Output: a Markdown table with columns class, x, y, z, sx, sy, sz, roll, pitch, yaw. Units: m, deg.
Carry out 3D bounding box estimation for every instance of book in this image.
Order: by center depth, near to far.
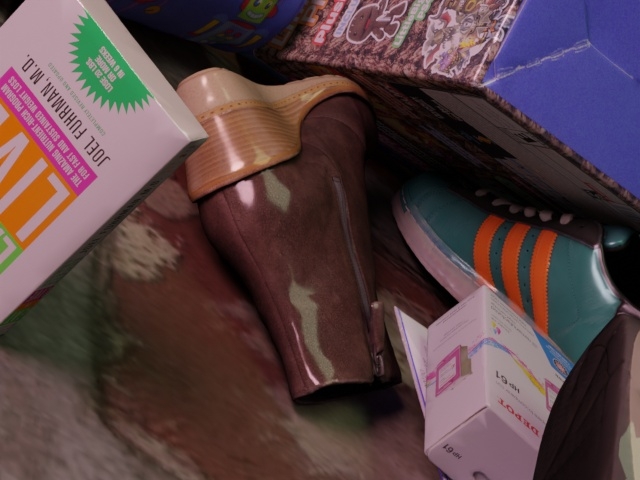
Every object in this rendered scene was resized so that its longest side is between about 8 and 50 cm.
| class | x | y | z | sx | sy | sz | roll | pitch | yaw |
| --- | --- | --- | --- | --- | --- | --- | --- | --- | --- |
| book | -0.128 | -0.036 | 0.664 | 0.096 | 0.144 | 0.035 | 52 | 24 | 9 |

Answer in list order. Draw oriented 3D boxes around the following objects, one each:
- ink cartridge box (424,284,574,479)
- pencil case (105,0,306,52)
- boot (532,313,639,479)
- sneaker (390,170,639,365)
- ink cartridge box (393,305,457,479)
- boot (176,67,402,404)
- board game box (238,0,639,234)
| class | x | y | z | sx | sy | sz | roll | pitch | yaw |
| --- | --- | --- | --- | --- | --- | --- | --- | --- | --- |
| ink cartridge box | 0.107 | 0.098 | 0.863 | 0.088 | 0.052 | 0.122 | 41 | 27 | -18 |
| pencil case | -0.136 | -0.207 | 0.948 | 0.306 | 0.119 | 0.133 | 11 | 35 | -55 |
| boot | 0.231 | 0.232 | 0.693 | 0.284 | 0.138 | 0.377 | 20 | 48 | -8 |
| sneaker | 0.169 | 0.024 | 1.067 | 0.108 | 0.121 | 0.302 | 26 | 17 | -48 |
| ink cartridge box | 0.120 | 0.163 | 0.908 | 0.208 | 0.045 | 0.206 | 33 | 29 | -36 |
| boot | 0.000 | 0.000 | 0.949 | 0.248 | 0.090 | 0.206 | -1 | 68 | -66 |
| board game box | 0.125 | -0.129 | 1.072 | 0.232 | 0.141 | 0.291 | 31 | -8 | -34 |
